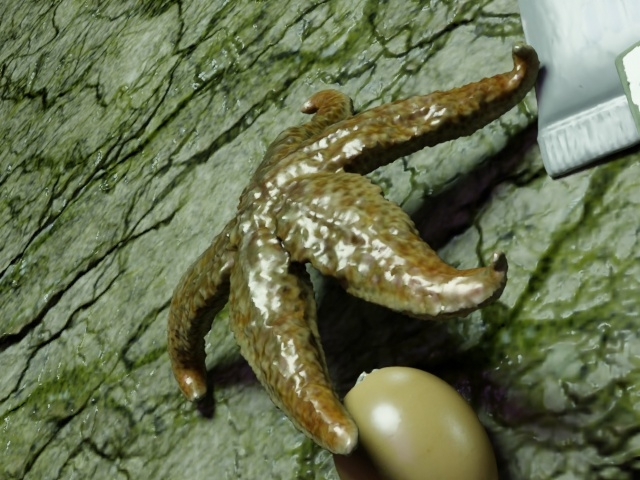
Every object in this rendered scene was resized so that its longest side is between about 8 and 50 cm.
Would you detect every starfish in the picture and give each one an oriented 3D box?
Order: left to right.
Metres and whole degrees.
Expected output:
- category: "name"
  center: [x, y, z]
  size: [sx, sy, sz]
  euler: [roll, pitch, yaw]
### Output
- category: "starfish"
  center: [-0.009, -0.005, 0.555]
  size: [0.327, 0.094, 0.375]
  euler: [-34, 28, 33]

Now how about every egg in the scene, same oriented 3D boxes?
- category: "egg"
  center: [0.050, 0.113, 0.448]
  size: [0.080, 0.080, 0.096]
  euler: [-50, 38, 2]

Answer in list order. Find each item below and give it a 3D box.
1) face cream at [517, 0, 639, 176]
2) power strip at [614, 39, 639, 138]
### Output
- category: "face cream"
  center: [0.221, -0.261, 0.567]
  size: [0.235, 0.137, 0.420]
  euler: [-21, 60, 29]
- category: "power strip"
  center: [0.208, -0.039, 0.430]
  size: [0.080, 0.029, 0.227]
  euler: [-24, 55, 28]
